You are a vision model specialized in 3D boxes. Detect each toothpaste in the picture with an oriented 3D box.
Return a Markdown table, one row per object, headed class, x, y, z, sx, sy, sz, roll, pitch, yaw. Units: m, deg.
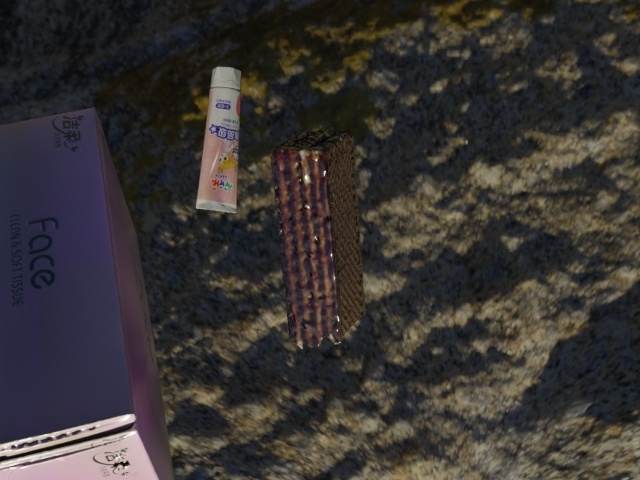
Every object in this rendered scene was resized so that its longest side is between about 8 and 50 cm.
| class | x | y | z | sx | sy | sz | roll | pitch | yaw |
| --- | --- | --- | --- | --- | --- | --- | --- | --- | --- |
| toothpaste | -0.135 | -0.137 | 1.164 | 0.043 | 0.067 | 0.194 | 0 | 86 | 48 |

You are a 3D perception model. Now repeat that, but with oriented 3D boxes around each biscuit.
| class | x | y | z | sx | sy | sz | roll | pitch | yaw |
| --- | --- | --- | --- | --- | --- | --- | --- | --- | --- |
| biscuit | 0.000 | 0.000 | 0.998 | 0.070 | 0.106 | 0.252 | 2 | 108 | 20 |

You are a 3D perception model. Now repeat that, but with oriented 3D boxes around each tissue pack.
| class | x | y | z | sx | sy | sz | roll | pitch | yaw |
| --- | --- | --- | --- | --- | --- | --- | --- | --- | --- |
| tissue pack | -0.156 | 0.053 | 0.531 | 0.093 | 0.148 | 0.246 | -12 | 52 | -7 |
